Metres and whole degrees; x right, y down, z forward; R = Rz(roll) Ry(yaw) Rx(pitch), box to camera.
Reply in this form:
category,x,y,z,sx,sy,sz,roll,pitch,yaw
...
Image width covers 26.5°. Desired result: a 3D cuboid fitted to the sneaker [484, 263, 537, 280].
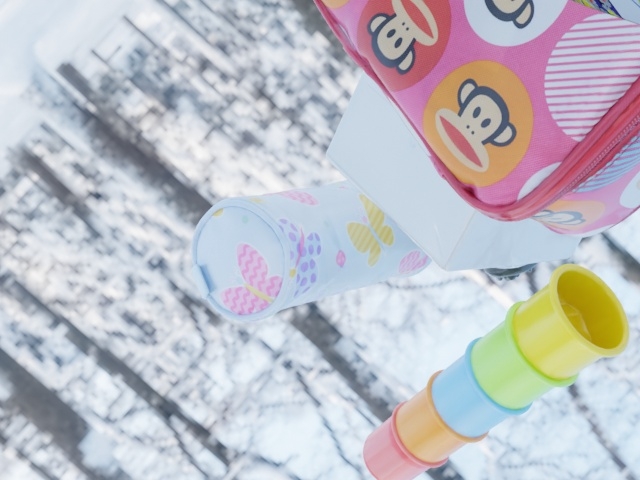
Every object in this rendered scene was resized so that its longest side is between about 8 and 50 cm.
category,x,y,z,sx,sy,sz,roll,pitch,yaw
sneaker,0.208,-0.069,1.342,0.078,0.106,0.234,-1,-133,51

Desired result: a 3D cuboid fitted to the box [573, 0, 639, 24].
category,x,y,z,sx,sy,sz,roll,pitch,yaw
box,0.130,-0.218,0.344,0.290,0.177,0.279,-43,-164,7

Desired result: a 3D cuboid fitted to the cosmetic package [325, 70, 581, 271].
category,x,y,z,sx,sy,sz,roll,pitch,yaw
cosmetic package,0.130,-0.095,0.991,0.151,0.151,0.184,-3,129,-44

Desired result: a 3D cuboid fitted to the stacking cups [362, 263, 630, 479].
category,x,y,z,sx,sy,sz,roll,pitch,yaw
stacking cups,0.153,0.137,1.307,0.316,0.096,0.096,-42,-169,42

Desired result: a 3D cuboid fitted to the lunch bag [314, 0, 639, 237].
category,x,y,z,sx,sy,sz,roll,pitch,yaw
lunch bag,0.127,-0.175,0.734,0.120,0.293,0.258,9,130,-50

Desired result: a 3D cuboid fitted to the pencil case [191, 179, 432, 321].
category,x,y,z,sx,sy,sz,roll,pitch,yaw
pencil case,0.000,0.000,1.284,0.124,0.114,0.273,-10,-178,35
